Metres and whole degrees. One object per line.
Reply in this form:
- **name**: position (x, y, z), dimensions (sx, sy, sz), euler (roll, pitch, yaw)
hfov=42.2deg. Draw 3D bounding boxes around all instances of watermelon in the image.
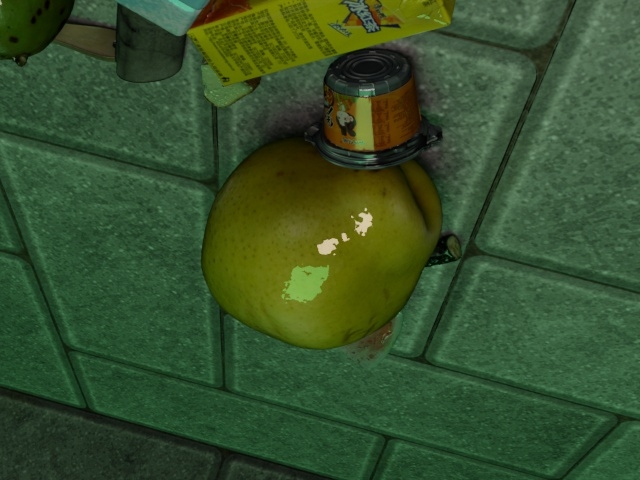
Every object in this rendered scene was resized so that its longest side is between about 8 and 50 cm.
- **watermelon**: position (0.048, 0.137, 1.704), dimensions (0.224, 0.180, 0.305), euler (4, 151, 47)

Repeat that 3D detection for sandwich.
- **sandwich**: position (-0.161, -0.262, 1.350), dimensions (0.093, 0.035, 0.105), euler (34, 144, -25)

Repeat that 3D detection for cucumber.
- **cucumber**: position (0.180, 0.027, 1.599), dimensions (0.187, 0.058, 0.058), euler (-8, 139, 34)

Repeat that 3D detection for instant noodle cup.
- **instant noodle cup**: position (0.074, -0.203, 1.228), dimensions (0.208, 0.177, 0.125), euler (-6, 130, 2)

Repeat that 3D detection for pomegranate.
- **pomegranate**: position (-0.469, -0.381, 1.195), dimensions (0.211, 0.211, 0.262), euler (-2, 108, 26)

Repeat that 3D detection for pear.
- **pear**: position (0.000, 0.000, 1.379), dimensions (0.418, 0.362, 0.362), euler (-29, 126, 32)

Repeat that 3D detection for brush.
- **brush**: position (-0.466, -0.340, 1.356), dimensions (0.328, 0.069, 0.065), euler (13, 164, 3)

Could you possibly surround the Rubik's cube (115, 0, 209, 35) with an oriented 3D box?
- **Rubik's cube**: position (-0.170, -0.442, 0.778), dimensions (0.316, 0.318, 0.322), euler (28, 164, -17)

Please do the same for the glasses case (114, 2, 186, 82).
- **glasses case**: position (-0.236, -0.351, 1.210), dimensions (0.114, 0.060, 0.299), euler (-15, 155, -25)

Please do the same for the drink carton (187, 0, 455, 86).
- **drink carton**: position (0.004, -0.321, 1.084), dimensions (0.352, 0.154, 0.111), euler (-7, 139, 32)
